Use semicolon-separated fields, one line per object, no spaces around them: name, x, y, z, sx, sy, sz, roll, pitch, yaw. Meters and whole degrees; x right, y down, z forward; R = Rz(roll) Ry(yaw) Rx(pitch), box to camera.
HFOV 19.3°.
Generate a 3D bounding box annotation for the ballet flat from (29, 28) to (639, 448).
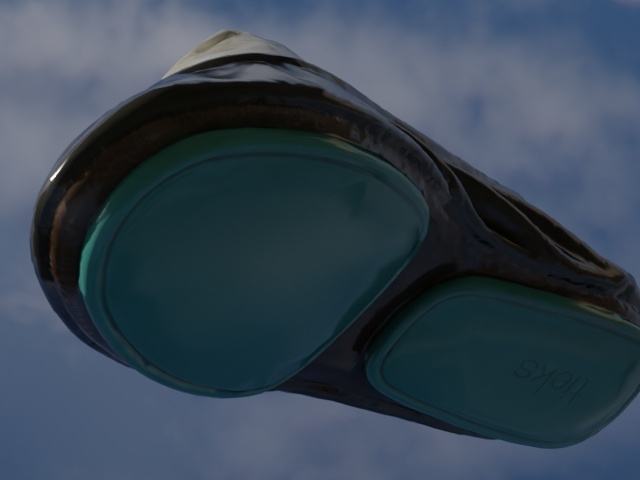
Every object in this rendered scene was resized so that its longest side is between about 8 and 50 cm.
ballet flat;0.000;0.000;0.539;0.096;0.095;0.280;52;-166;32
